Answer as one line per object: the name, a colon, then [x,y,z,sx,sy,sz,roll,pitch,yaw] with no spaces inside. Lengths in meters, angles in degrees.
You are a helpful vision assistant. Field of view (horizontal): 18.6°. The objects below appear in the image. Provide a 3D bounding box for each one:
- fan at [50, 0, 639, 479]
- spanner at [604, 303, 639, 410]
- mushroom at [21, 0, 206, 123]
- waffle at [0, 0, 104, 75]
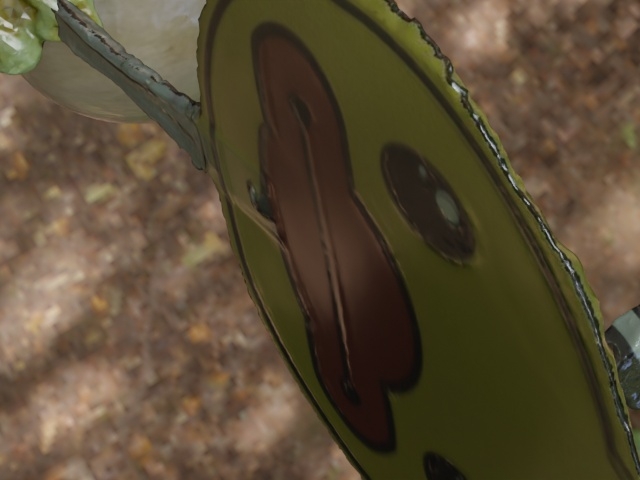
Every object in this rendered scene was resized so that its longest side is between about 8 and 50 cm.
fan: [0.001,0.000,0.593,0.011,0.335,0.230,-29,136,-22]
spanner: [0.224,-0.045,0.928,0.087,0.024,0.316,6,122,-31]
mushroom: [-0.155,-0.249,1.235,0.294,0.362,0.362,-7,144,9]
waffle: [-0.211,-0.181,0.994,0.214,0.208,0.054,-6,-171,12]
